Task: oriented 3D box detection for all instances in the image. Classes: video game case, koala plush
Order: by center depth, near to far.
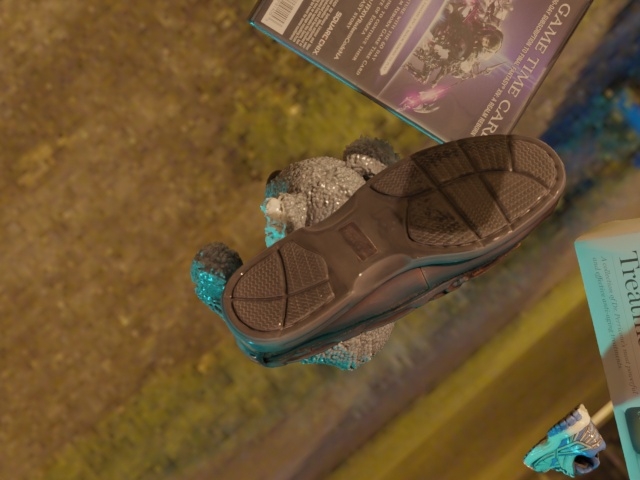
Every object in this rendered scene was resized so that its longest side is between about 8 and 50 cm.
[{"bbox_3d":[0.096,-0.216,1.492,0.196,0.274,0.026,-58,-161,4],"label":"video game case"},{"bbox_3d":[0.000,0.000,1.606,0.196,0.203,0.221,-29,149,-30],"label":"koala plush"}]

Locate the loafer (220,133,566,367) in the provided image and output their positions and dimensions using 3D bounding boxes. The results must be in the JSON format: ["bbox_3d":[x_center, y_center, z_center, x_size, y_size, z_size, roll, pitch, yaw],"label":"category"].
[{"bbox_3d":[0.060,0.010,1.311,0.302,0.109,0.095,-27,152,-8],"label":"loafer"}]

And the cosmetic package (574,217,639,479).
[{"bbox_3d":[0.433,0.150,1.575,0.284,0.377,0.097,-11,-173,32],"label":"cosmetic package"}]

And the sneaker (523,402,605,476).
[{"bbox_3d":[0.246,0.214,1.596,0.052,0.058,0.135,-36,166,-21],"label":"sneaker"}]
